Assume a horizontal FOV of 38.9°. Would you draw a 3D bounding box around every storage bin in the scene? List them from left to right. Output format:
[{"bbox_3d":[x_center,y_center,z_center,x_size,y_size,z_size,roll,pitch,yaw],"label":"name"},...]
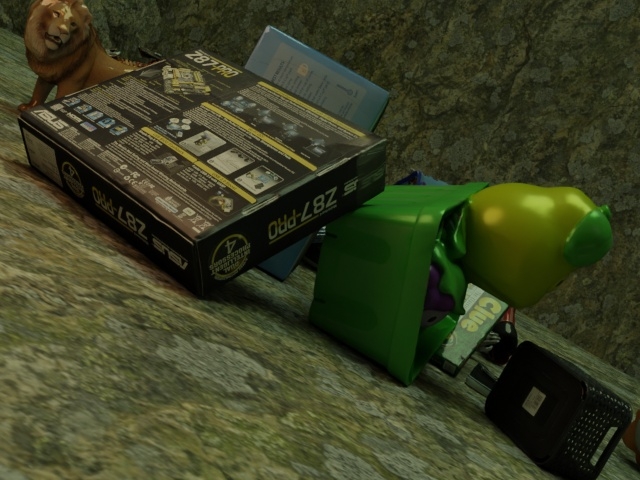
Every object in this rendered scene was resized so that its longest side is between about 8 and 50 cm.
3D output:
[{"bbox_3d":[0.314,0.227,1.216,0.084,0.122,0.180,27,6,-20],"label":"storage bin"}]

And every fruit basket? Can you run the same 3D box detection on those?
[{"bbox_3d":[0.211,0.036,1.290,0.392,0.282,0.392,10,14,-2],"label":"fruit basket"}]

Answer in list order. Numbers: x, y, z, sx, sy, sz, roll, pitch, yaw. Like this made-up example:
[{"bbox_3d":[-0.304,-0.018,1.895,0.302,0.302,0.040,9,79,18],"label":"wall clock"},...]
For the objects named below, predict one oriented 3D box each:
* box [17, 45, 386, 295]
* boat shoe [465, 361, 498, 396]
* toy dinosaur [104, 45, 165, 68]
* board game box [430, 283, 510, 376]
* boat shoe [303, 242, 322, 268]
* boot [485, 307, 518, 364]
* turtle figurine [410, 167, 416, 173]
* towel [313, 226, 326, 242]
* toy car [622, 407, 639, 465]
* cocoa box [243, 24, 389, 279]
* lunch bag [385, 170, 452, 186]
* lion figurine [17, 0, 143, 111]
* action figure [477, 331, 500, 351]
[{"bbox_3d":[-0.161,-0.118,1.208,0.318,0.097,0.395,-32,48,-33],"label":"box"},{"bbox_3d":[0.296,0.241,1.413,0.142,0.040,0.049,30,6,10],"label":"boat shoe"},{"bbox_3d":[-0.365,-0.287,1.947,0.322,0.218,0.164,28,5,-12],"label":"toy dinosaur"},{"bbox_3d":[0.232,0.115,1.531,0.136,0.030,0.260,32,43,17],"label":"board game box"},{"bbox_3d":[0.000,0.000,1.808,0.095,0.079,0.254,8,16,-38],"label":"boat shoe"},{"bbox_3d":[0.363,0.201,1.915,0.089,0.176,0.244,7,-31,0],"label":"boot"},{"bbox_3d":[0.216,0.037,2.072,0.266,0.274,0.197,32,39,-15],"label":"turtle figurine"},{"bbox_3d":[-0.010,-0.051,1.776,0.285,0.034,0.209,-2,29,-17],"label":"towel"},{"bbox_3d":[0.599,0.348,1.484,0.219,0.210,0.238,10,-13,-31],"label":"toy car"},{"bbox_3d":[-0.063,-0.145,1.514,0.231,0.347,0.228,30,6,0],"label":"cocoa box"},{"bbox_3d":[0.236,0.033,1.891,0.221,0.293,0.138,17,-29,-42],"label":"lunch bag"},{"bbox_3d":[-0.415,-0.303,1.735,0.142,0.240,0.392,34,7,39],"label":"lion figurine"},{"bbox_3d":[0.285,0.134,1.736,0.141,0.164,0.276,0,0,27],"label":"action figure"}]
